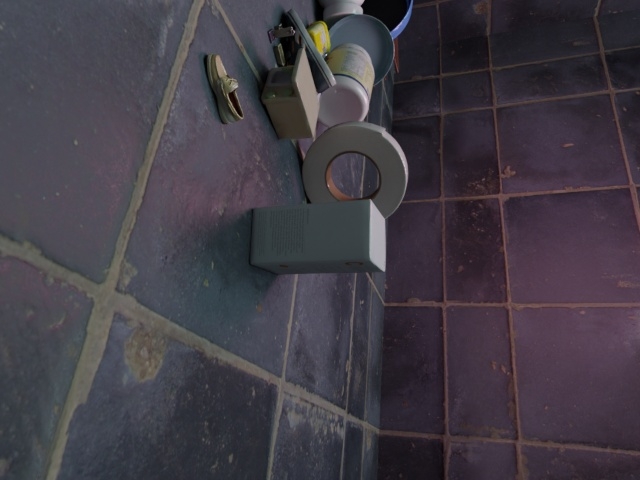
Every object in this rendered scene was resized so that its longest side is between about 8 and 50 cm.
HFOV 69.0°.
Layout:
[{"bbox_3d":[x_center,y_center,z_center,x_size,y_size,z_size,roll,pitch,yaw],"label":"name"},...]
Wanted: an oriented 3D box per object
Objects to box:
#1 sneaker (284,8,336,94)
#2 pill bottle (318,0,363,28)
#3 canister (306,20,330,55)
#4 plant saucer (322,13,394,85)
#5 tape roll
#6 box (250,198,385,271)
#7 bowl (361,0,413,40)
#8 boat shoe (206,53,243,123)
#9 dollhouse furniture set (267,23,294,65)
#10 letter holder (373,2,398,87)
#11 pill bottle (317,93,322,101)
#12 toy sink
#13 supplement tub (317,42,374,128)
[{"bbox_3d":[-0.071,-0.640,1.594,0.321,0.127,0.126,64,12,16],"label":"sneaker"},{"bbox_3d":[0.088,-1.115,1.990,0.210,0.210,0.364,-6,93,-72],"label":"pill bottle"},{"bbox_3d":[-0.021,-0.779,1.829,0.170,0.073,0.126,-66,148,-52],"label":"canister"},{"bbox_3d":[0.160,-0.815,2.022,0.044,0.317,0.318,-91,168,-53],"label":"plant saucer"},{"bbox_3d":[0.125,-0.235,1.693,0.072,0.391,0.393,-59,143,-58],"label":"tape roll"},{"bbox_3d":[0.000,0.000,1.345,0.215,0.344,0.169,35,55,-68],"label":"box"},{"bbox_3d":[0.223,-1.042,2.104,0.077,0.390,0.392,37,53,-67],"label":"bowl"},{"bbox_3d":[-0.230,-0.376,1.151,0.063,0.059,0.170,-65,148,-55],"label":"boat shoe"},{"bbox_3d":[-0.107,-0.645,1.529,0.091,0.081,0.115,-70,151,-50],"label":"dollhouse furniture set"},{"bbox_3d":[0.293,-0.913,2.206,0.214,0.151,0.302,35,53,-66],"label":"letter holder"},{"bbox_3d":[-0.045,-0.522,1.682,0.094,0.094,0.170,67,27,-47],"label":"pill bottle"},{"bbox_3d":[-0.097,-0.455,1.458,0.234,0.131,0.153,69,25,-56],"label":"toy sink"},{"bbox_3d":[0.095,-0.634,1.901,0.236,0.235,0.325,69,26,-45],"label":"supplement tub"}]
